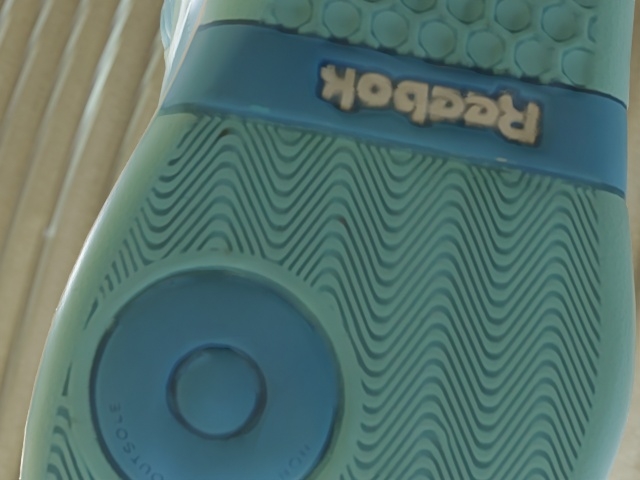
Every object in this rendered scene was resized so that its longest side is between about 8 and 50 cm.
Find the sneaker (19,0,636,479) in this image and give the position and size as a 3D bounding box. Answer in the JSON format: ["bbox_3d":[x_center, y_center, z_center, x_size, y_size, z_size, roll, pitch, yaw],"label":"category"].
[{"bbox_3d":[0.000,0.000,0.447,0.127,0.208,0.319,19,-110,-6],"label":"sneaker"}]

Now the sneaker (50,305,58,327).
[{"bbox_3d":[-0.099,0.098,0.764,0.076,0.065,0.166,-62,-148,36],"label":"sneaker"}]
